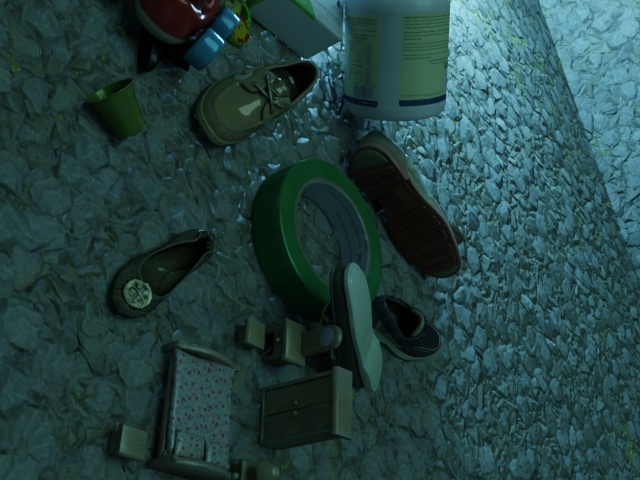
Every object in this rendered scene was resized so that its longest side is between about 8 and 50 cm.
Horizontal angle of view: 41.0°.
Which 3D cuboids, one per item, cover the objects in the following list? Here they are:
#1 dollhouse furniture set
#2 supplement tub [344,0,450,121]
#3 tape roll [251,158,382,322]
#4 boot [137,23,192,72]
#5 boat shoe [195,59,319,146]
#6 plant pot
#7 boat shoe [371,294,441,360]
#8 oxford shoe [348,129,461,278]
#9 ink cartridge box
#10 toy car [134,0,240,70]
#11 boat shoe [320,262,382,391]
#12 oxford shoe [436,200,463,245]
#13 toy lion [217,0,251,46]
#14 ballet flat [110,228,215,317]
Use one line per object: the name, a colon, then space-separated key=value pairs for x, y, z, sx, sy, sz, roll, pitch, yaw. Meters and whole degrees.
dollhouse furniture set: x=-0.123 y=0.217 z=1.348 sx=0.356 sy=0.174 sz=0.303 roll=30 pitch=51 yaw=-42
supplement tub: x=0.171 y=-0.447 z=1.921 sx=0.235 sy=0.236 sz=0.324 roll=-31 pitch=126 yaw=-54
tape roll: x=0.000 y=0.000 z=1.702 sx=0.321 sy=0.077 sz=0.321 roll=29 pitch=51 yaw=-43
boot: x=-0.274 y=-0.332 z=1.526 sx=0.099 sy=0.045 sz=0.121 roll=26 pitch=48 yaw=-41
boat shoe: x=-0.117 y=-0.285 z=1.654 sx=0.121 sy=0.110 sz=0.341 roll=61 pitch=36 yaw=-13
plant pot: x=-0.323 y=-0.209 z=1.383 sx=0.079 sy=0.083 sz=0.083 roll=66 pitch=33 yaw=-28
boat shoe: x=0.184 y=0.186 z=1.840 sx=0.285 sy=0.092 sz=0.102 roll=31 pitch=52 yaw=-41
oxford shoe: x=0.217 y=-0.089 z=1.986 sx=0.397 sy=0.141 sz=0.146 roll=57 pitch=30 yaw=-21
ink cartridge box: x=-0.051 y=-0.572 z=1.879 sx=0.198 sy=0.115 sz=0.272 roll=30 pitch=51 yaw=-42
toy car: x=-0.200 y=-0.465 z=1.480 sx=0.219 sy=0.238 sz=0.210 roll=43 pitch=33 yaw=-18
boat shoe: x=0.047 y=0.164 z=1.572 sx=0.109 sy=0.091 sz=0.305 roll=-66 pitch=152 yaw=-44
oxford shoe: x=0.260 y=-0.055 z=2.088 sx=0.076 sy=0.076 sz=0.212 roll=-41 pitch=99 yaw=-12
toy lion: x=-0.169 y=-0.445 z=1.737 sx=0.096 sy=0.034 sz=0.100 roll=63 pitch=35 yaw=-21
ballet flat: x=-0.243 y=0.044 z=1.372 sx=0.084 sy=0.058 sz=0.250 roll=62 pitch=36 yaw=-9
